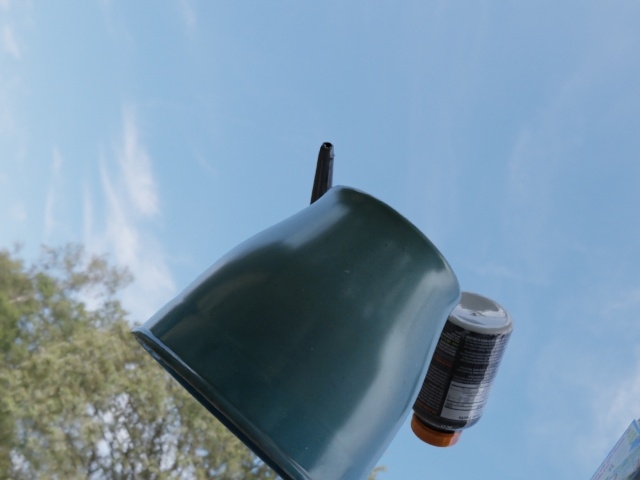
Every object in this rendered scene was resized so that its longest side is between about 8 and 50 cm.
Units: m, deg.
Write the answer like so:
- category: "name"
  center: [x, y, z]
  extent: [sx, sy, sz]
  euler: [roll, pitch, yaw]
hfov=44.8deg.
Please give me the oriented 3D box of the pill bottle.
- category: "pill bottle"
  center: [0.216, 0.214, 1.255]
  extent: [0.130, 0.130, 0.246]
  euler: [36, -56, 39]

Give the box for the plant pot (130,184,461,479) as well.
- category: "plant pot"
  center: [-0.004, 0.093, 0.786]
  extent: [0.271, 0.255, 0.272]
  euler: [38, -17, 14]

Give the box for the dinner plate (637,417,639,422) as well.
- category: "dinner plate"
  center: [0.549, 0.281, 1.199]
  extent: [0.017, 0.141, 0.141]
  euler: [-96, -165, -49]

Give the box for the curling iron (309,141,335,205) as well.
- category: "curling iron"
  center: [0.000, 0.000, 0.972]
  extent: [0.068, 0.035, 0.274]
  euler: [-112, -155, -52]

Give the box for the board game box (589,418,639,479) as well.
- category: "board game box"
  center: [0.423, 0.340, 1.094]
  extent: [0.026, 0.103, 0.154]
  euler: [28, -74, 0]
